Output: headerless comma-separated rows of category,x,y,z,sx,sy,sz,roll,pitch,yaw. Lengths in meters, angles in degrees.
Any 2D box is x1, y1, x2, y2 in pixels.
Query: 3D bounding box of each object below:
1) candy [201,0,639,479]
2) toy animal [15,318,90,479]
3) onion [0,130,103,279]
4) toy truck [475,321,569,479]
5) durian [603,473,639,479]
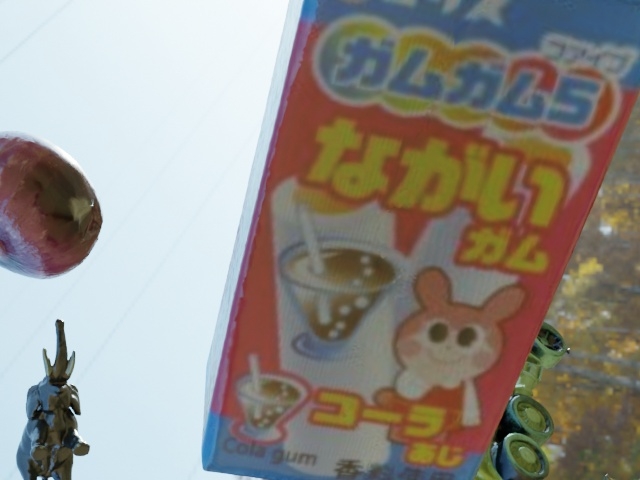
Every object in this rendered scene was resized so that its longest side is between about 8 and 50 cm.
candy,0.040,-0.010,0.505,0.100,0.157,0.306,-94,17,-59
toy animal,-0.374,0.259,1.391,0.082,0.137,0.270,2,-64,-25
onion,-0.380,-0.047,1.299,0.200,0.200,0.208,-32,-71,-59
toy truck,0.134,0.149,0.911,0.128,0.135,0.259,-55,-3,34
durian,0.510,0.361,1.277,0.172,0.306,0.167,93,159,-55
